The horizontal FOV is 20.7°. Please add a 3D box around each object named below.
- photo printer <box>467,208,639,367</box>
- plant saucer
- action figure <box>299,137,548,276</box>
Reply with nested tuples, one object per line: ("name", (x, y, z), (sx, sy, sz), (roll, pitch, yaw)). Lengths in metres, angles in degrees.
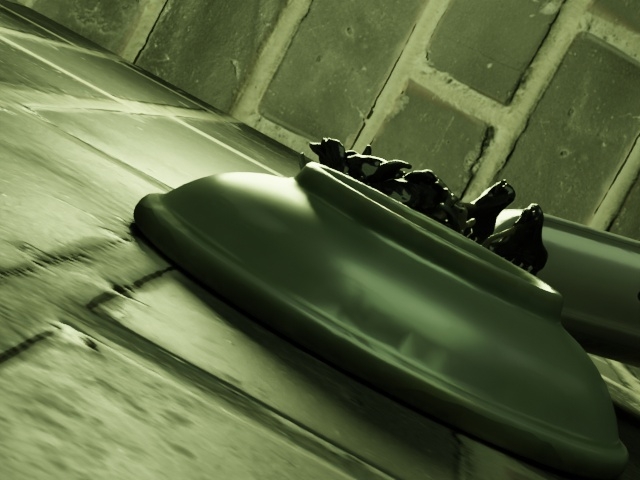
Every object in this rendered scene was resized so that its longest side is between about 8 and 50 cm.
("photo printer", (0.264, 0.051, 1.781), (0.308, 0.107, 0.256), (16, -8, -8))
("plant saucer", (0.061, 0.034, 1.274), (0.400, 0.100, 0.400), (28, 4, -2))
("action figure", (0.074, -0.003, 1.536), (0.276, 0.141, 0.164), (8, 25, -43))
